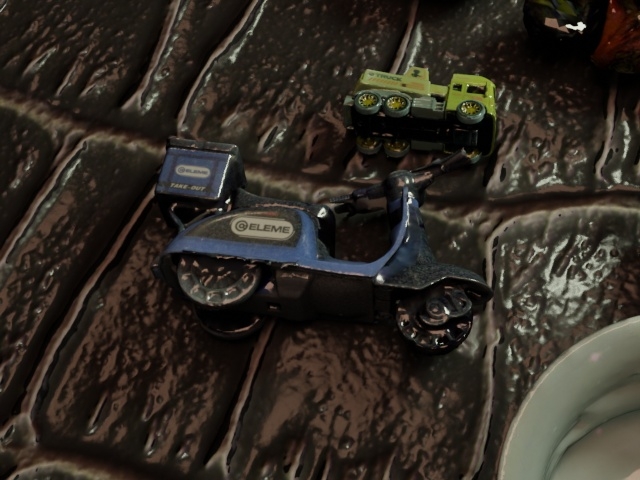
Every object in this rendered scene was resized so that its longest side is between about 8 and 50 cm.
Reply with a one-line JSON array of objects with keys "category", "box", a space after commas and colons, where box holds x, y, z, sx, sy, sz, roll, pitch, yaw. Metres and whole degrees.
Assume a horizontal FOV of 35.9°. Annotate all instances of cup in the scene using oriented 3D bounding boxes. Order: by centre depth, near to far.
[{"category": "cup", "box": [0.317, 0.249, 0.839, 0.347, 0.163, 0.347, -2, 63, 4]}]

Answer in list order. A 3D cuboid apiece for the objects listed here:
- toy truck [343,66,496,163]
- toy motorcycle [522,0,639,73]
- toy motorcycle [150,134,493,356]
[{"category": "toy truck", "box": [0.113, -0.150, 1.105, 0.169, 0.077, 0.100, 6, 51, 11]}, {"category": "toy motorcycle", "box": [0.435, -0.305, 1.122, 0.401, 0.134, 0.207, -35, 67, -11]}, {"category": "toy motorcycle", "box": [0.000, 0.000, 1.010, 0.358, 0.125, 0.212, 7, 62, 8]}]
